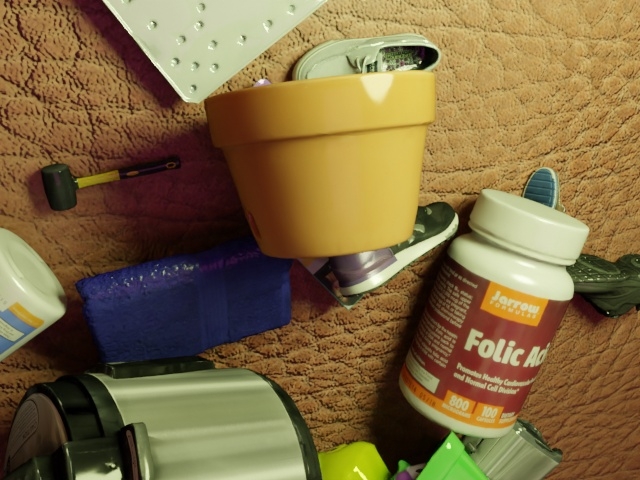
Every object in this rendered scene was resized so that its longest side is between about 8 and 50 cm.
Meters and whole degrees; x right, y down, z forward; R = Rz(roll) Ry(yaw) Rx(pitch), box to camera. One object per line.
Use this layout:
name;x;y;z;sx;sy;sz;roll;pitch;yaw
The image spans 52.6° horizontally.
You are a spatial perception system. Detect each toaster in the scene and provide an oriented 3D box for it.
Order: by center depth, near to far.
toaster;0.403;0.453;1.378;0.227;0.129;0.146;37;98;-32

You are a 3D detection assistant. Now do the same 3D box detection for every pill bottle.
pill bottle;-0.492;0.118;0.853;0.272;0.152;0.152;-36;120;-5
pill bottle;0.302;0.124;1.138;0.224;0.224;0.392;10;108;-25

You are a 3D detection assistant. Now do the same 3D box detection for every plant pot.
plant pot;0.010;-0.094;0.829;0.291;0.291;0.203;-9;98;-19

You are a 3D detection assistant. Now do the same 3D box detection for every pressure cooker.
pressure cooker;-0.250;0.354;0.865;0.421;0.376;0.369;5;100;-38

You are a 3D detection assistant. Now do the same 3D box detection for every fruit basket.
fruit basket;0.135;0.460;1.197;0.283;0.392;0.392;-51;121;-10

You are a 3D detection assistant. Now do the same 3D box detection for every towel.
towel;-0.191;0.087;0.976;0.308;0.076;0.227;-15;141;-18

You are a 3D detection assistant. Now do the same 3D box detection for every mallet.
mallet;-0.294;-0.100;0.912;0.190;0.039;0.062;-22;122;-17

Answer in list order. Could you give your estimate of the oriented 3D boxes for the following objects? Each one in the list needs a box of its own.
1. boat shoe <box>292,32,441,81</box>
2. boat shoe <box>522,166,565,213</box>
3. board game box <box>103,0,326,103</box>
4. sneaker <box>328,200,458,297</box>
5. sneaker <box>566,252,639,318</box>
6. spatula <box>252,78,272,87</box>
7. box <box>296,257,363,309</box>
boat shoe;0.073;-0.263;0.962;0.228;0.081;0.079;-17;117;-15
boat shoe;0.419;-0.049;1.211;0.066;0.066;0.183;-12;114;-37
board game box;-0.139;-0.443;0.817;0.390;0.050;0.390;-39;121;-2
sneaker;0.118;-0.028;1.034;0.283;0.107;0.124;-32;102;-41
sneaker;0.581;0.100;1.316;0.287;0.109;0.130;3;116;-21
spatula;-0.006;-0.133;1.011;0.296;0.030;0.084;35;94;-27
box;0.000;0.000;1.056;0.100;0.060;0.244;-44;120;0
